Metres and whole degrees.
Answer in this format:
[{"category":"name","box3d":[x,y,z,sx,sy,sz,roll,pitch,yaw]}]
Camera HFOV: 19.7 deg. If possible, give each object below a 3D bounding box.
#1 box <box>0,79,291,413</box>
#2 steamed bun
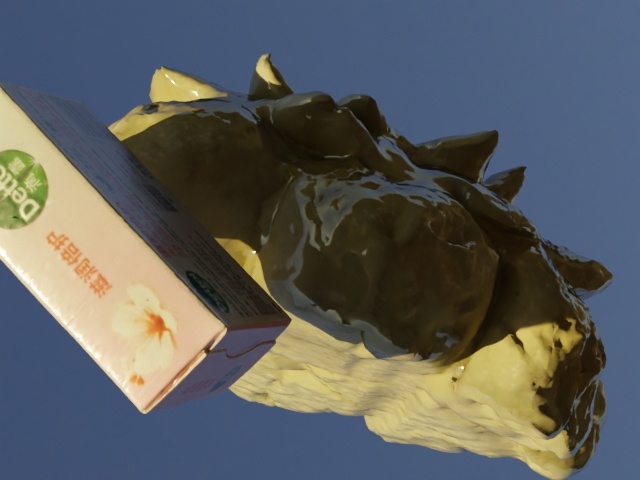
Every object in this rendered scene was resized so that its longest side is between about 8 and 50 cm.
[{"category":"box","box3d":[-0.076,0.002,0.665,0.125,0.043,0.089,46,-170,12]},{"category":"steamed bun","box3d":[0.000,0.000,0.857,0.292,0.295,0.137,32,-105,-39]}]
